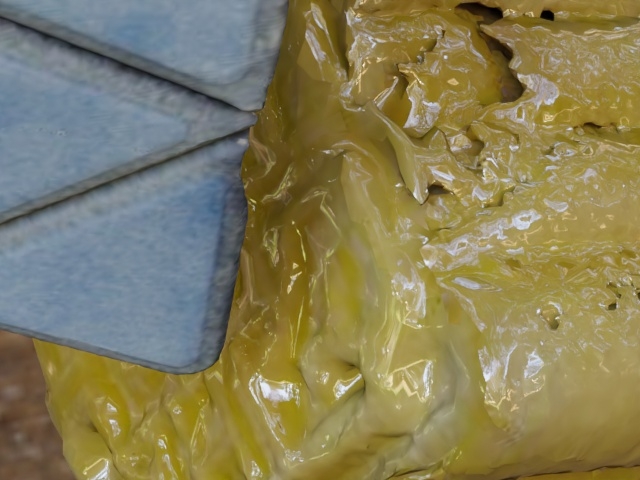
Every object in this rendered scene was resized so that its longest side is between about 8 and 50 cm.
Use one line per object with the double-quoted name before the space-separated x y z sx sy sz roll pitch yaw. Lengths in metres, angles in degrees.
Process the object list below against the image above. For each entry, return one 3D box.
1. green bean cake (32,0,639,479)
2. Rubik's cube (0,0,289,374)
"green bean cake" 0.000 0.000 0.593 0.131 0.224 0.230 -3 -28 -36
"Rubik's cube" -0.105 -0.105 0.385 0.229 0.228 0.233 25 8 8
